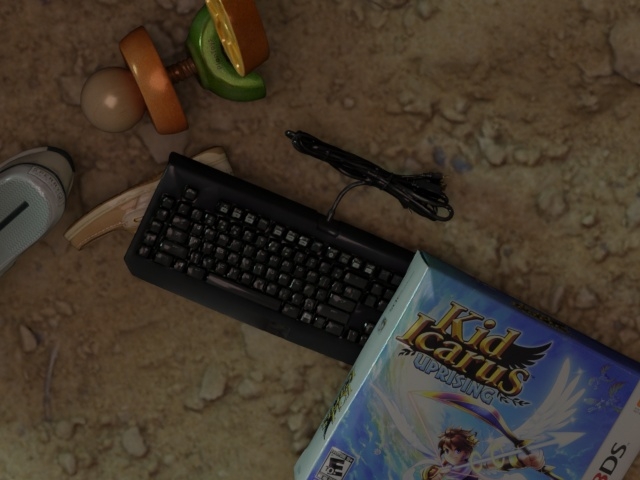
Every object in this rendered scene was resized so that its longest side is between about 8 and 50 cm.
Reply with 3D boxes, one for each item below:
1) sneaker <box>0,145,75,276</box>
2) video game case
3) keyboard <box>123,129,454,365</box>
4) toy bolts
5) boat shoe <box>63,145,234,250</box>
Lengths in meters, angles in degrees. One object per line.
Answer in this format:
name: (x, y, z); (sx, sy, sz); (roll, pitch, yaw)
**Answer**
sneaker: (-0.318, 0.002, 1.637); (0.258, 0.091, 0.094); (-30, 104, 28)
video game case: (0.150, 0.177, 1.640); (0.269, 0.061, 0.244); (27, 100, -12)
keyboard: (0.000, 0.000, 1.619); (0.317, 0.033, 0.202); (22, 101, -14)
toy bolts: (-0.157, -0.206, 1.533); (0.158, 0.218, 0.229); (-23, 92, -7)
boat shoe: (-0.154, -0.026, 1.634); (0.170, 0.063, 0.059); (-27, 92, 6)
